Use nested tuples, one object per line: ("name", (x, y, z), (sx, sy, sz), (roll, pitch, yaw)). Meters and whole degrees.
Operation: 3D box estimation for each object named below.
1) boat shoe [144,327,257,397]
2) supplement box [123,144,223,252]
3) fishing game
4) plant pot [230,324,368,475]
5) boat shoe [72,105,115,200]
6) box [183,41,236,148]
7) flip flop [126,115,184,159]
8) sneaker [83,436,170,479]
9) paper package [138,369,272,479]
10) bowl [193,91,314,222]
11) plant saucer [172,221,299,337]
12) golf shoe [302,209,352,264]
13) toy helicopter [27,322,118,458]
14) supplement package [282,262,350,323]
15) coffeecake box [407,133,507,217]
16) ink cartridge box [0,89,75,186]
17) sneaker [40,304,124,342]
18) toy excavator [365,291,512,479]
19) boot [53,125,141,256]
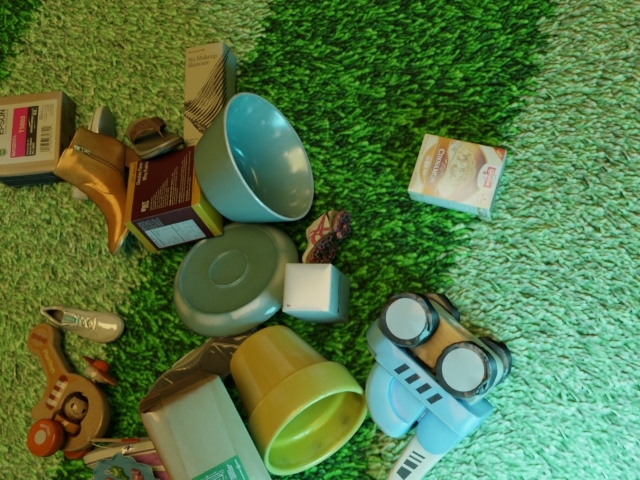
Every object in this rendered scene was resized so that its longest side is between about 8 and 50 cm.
("boat shoe", (-0.271, 0.302, 1.641), (0.320, 0.103, 0.118), (-45, 88, 7))
("supplement box", (-0.347, -0.101, 1.715), (0.194, 0.129, 0.191), (-14, 53, 12))
("fishing game", (-0.426, 0.546, 1.566), (0.189, 0.041, 0.264), (-4, 110, 22))
("plant pot", (-0.066, 0.317, 1.502), (0.254, 0.254, 0.239), (-44, 53, 2))
("boat shoe", (-0.601, -0.230, 1.867), (0.084, 0.095, 0.258), (2, 75, 12))
("box", (-0.277, -0.351, 1.806), (0.113, 0.094, 0.275), (-7, 74, 15))
("flip flop", (-0.424, -0.271, 1.772), (0.112, 0.080, 0.277), (-26, 33, -17))
("sneaker", (-0.406, 0.528, 1.612), (0.282, 0.102, 0.161), (-12, 87, 21))
("paper package", (-0.221, 0.435, 1.419), (0.168, 0.309, 0.324), (-26, 88, -17))
("bowl", (-0.171, -0.163, 1.644), (0.163, 0.312, 0.311), (-24, 69, 29))
("plant saucer", (-0.204, 0.073, 1.641), (0.318, 0.043, 0.317), (-12, 51, 15))
("golf shoe", (0.000, 0.000, 1.622), (0.086, 0.067, 0.186), (2, 38, 32))
("toy helicopter", (-0.603, 0.329, 1.705), (0.235, 0.140, 0.355), (-41, 60, 6))
("supplement package", (-0.005, 0.118, 1.558), (0.105, 0.179, 0.105), (0, 76, 16))
("coffeecake box", (0.307, -0.145, 1.598), (0.186, 0.068, 0.142), (15, 79, 18))
("ink cartridge box", (-0.768, -0.273, 1.919), (0.193, 0.088, 0.234), (-5, 75, 6))
("sneaker", (-0.588, 0.200, 1.751), (0.212, 0.094, 0.080), (8, 77, 17))
("toy excavator", (0.210, 0.380, 1.439), (0.433, 0.222, 0.445), (42, 104, 21))
("boot", (-0.557, -0.123, 1.767), (0.211, 0.104, 0.295), (20, 67, -24))
